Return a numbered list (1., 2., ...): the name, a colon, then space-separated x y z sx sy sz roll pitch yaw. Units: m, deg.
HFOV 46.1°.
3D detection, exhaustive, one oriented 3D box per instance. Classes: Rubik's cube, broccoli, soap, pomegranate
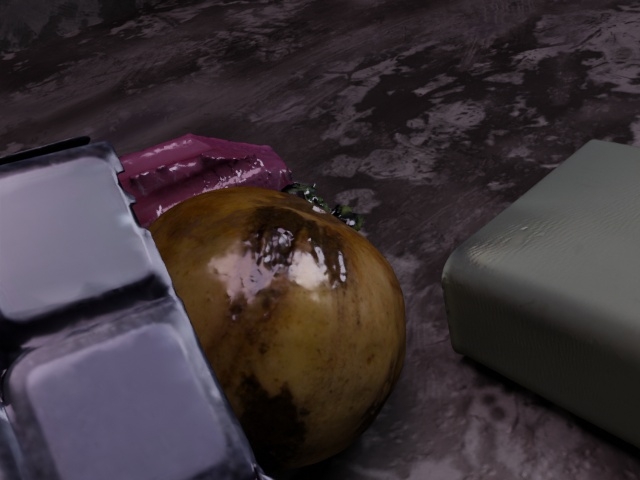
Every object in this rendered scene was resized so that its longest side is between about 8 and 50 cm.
1. Rubik's cube: -0.245 0.198 0.487 0.363 0.359 0.362 -21 77 -25
2. broccoli: 0.000 0.000 1.004 0.154 0.160 0.167 22 54 -14
3. soap: -0.194 -0.029 1.075 0.325 0.220 0.127 -23 26 -15
4. pomegranate: -0.060 0.088 0.795 0.322 0.322 0.322 -9 34 6

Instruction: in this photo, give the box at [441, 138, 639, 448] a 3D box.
1. box: 0.369 0.050 0.809 0.352 0.177 0.344 -35 37 -29
